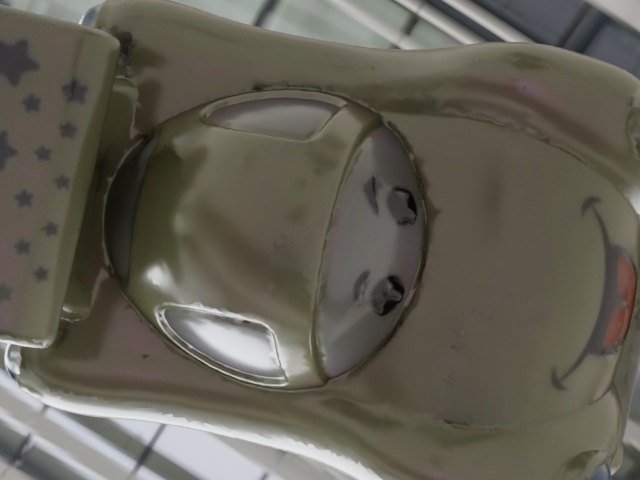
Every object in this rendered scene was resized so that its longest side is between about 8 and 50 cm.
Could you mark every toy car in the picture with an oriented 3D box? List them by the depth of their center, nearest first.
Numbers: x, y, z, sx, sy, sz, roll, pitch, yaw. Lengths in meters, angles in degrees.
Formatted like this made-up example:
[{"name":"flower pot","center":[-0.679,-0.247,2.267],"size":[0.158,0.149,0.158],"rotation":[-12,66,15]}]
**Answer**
[{"name":"toy car","center":[0.000,0.000,0.679],"size":[0.336,0.242,0.226],"rotation":[12,177,18]}]
